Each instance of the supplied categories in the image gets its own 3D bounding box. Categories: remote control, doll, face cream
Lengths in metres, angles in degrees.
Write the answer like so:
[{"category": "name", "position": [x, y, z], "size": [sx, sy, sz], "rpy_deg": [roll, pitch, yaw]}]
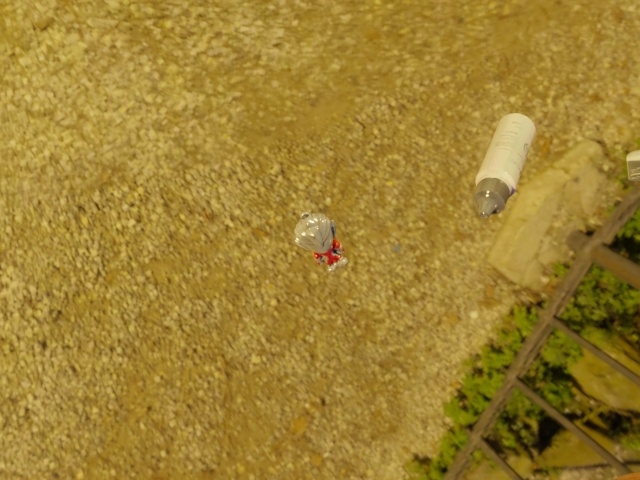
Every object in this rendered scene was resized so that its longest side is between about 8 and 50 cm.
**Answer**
[{"category": "remote control", "position": [0.590, -0.138, 1.459], "size": [0.184, 0.050, 0.027], "rpy_deg": [21, 70, -67]}, {"category": "doll", "position": [0.000, 0.000, 1.674], "size": [0.094, 0.079, 0.180], "rpy_deg": [-28, 129, 8]}, {"category": "face cream", "position": [0.400, -0.158, 1.760], "size": [0.092, 0.092, 0.311], "rpy_deg": [62, 41, -33]}]

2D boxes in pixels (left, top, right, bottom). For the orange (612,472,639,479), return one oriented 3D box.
[{"category": "orange", "position": [0.727, 0.641, 1.724], "size": [0.274, 0.310, 0.274], "rpy_deg": [0, 95, 4]}]
